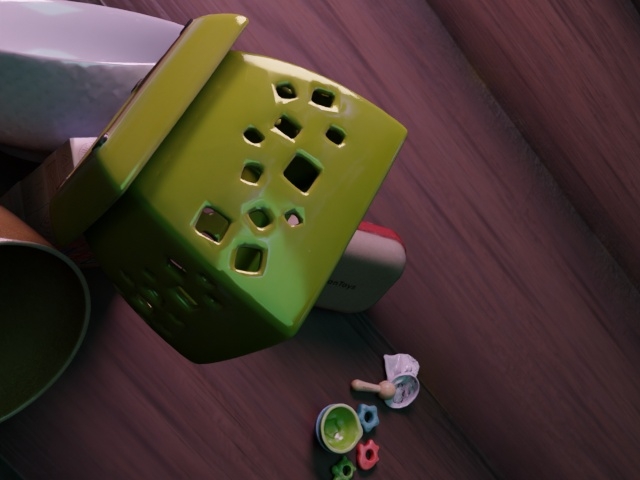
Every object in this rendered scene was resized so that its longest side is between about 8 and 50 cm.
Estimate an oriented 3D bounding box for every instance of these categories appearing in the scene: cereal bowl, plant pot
[{"bbox_3d":[-0.285,-0.174,1.038,0.338,0.339,0.141,-7,117,-35],"label":"cereal bowl"},{"bbox_3d":[-0.395,0.028,0.920,0.237,0.237,0.254,-17,46,-36],"label":"plant pot"},{"bbox_3d":[-0.096,-0.046,0.807,0.207,0.228,0.227,39,63,-16],"label":"plant pot"}]

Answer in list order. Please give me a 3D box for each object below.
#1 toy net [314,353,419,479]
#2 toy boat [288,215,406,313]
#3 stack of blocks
[{"bbox_3d":[0.086,0.250,1.334,0.232,0.045,0.122,-33,99,-35],"label":"toy net"},{"bbox_3d":[0.000,0.000,1.296,0.231,0.151,0.151,15,41,-32],"label":"toy boat"},{"bbox_3d":[-0.238,-0.034,1.020,0.171,0.297,0.087,-6,82,-34],"label":"stack of blocks"}]
